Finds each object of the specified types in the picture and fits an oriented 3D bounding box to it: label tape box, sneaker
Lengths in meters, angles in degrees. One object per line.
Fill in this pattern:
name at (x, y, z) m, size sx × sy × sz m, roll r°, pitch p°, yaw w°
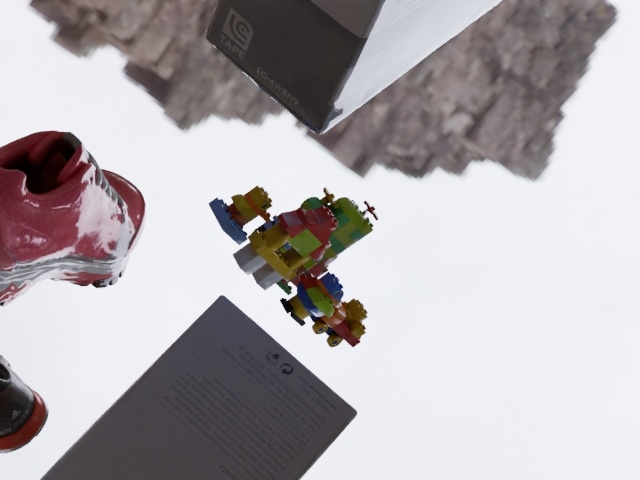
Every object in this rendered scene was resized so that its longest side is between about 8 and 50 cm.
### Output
label tape box at (0.088, -0.257, 0.953) m, size 0.115 × 0.249 × 0.348 m, roll 43°, pitch -41°, yaw 10°
sneaker at (-0.241, 0.087, 1.039) m, size 0.158 × 0.065 × 0.061 m, roll 18°, pitch -121°, yaw 46°
sneaker at (-0.221, -0.034, 1.345) m, size 0.116 × 0.314 × 0.136 m, roll 37°, pitch -69°, yaw 11°

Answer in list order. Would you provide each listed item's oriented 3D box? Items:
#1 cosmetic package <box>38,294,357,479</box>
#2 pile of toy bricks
cosmetic package at (-0.119, 0.193, 1.141) m, size 0.225 × 0.138 × 0.224 m, roll -48°, pitch 176°, yaw -30°
pile of toy bricks at (0.000, 0.000, 1.295) m, size 0.105 × 0.212 × 0.118 m, roll -34°, pitch -124°, yaw 6°
